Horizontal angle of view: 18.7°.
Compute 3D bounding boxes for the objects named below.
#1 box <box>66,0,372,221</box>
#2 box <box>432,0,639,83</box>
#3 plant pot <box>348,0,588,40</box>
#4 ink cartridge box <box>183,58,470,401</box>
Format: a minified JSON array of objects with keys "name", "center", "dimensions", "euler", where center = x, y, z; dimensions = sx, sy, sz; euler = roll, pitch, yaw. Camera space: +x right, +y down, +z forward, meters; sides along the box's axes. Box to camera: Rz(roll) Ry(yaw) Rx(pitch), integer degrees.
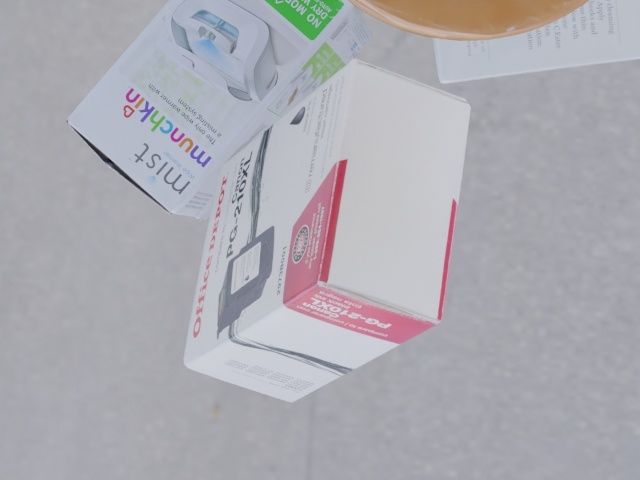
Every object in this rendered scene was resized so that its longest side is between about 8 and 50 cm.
[{"name":"box","center":[-0.077,-0.140,1.677],"dimensions":[0.127,0.262,0.231],"euler":[42,94,3]},{"name":"box","center":[0.268,-0.261,1.794],"dimensions":[0.215,0.345,0.168],"euler":[-83,-14,-77]},{"name":"plant pot","center":[0.080,-0.241,1.071],"dimensions":[0.291,0.291,0.203],"euler":[-58,12,29]},{"name":"ink cartridge box","center":[0.000,0.000,1.394],"dimensions":[0.237,0.100,0.172],"euler":[-34,42,58]}]
